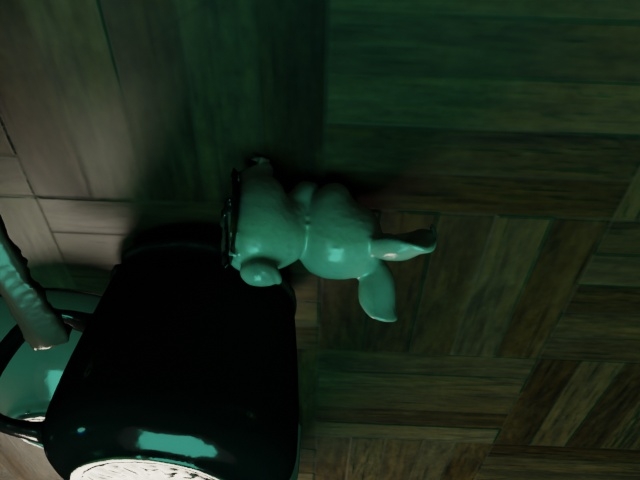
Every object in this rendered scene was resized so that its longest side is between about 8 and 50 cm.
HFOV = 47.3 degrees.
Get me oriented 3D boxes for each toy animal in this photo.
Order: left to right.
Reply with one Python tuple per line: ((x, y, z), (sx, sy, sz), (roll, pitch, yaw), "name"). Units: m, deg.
((-0.001, -0.004, 0.475), (0.124, 0.085, 0.071), (7, 125, -15), "toy animal")

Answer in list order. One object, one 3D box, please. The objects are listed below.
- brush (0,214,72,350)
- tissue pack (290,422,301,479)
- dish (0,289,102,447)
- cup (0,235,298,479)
((-0.210, -0.047, 0.385), (0.084, 0.071, 0.301), (-9, 126, 9), "brush")
((-0.086, 0.309, 0.799), (0.089, 0.177, 0.263), (12, 141, -11), "tissue pack")
((-0.218, 0.142, 0.664), (0.236, 0.086, 0.228), (-9, 141, 16), "dish")
((-0.121, 0.093, 0.522), (0.223, 0.176, 0.169), (11, 144, -4), "cup")
